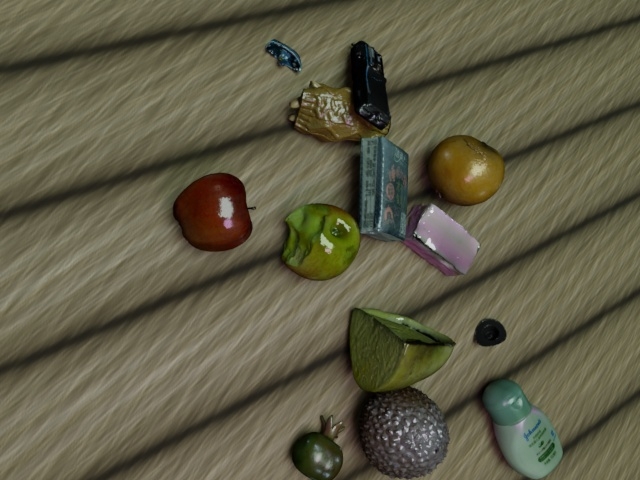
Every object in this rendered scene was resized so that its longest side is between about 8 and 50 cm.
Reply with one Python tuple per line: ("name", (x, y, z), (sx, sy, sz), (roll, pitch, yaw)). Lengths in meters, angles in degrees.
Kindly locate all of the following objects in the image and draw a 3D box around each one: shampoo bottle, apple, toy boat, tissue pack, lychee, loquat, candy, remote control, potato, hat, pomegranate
("shampoo bottle", (0.707, 0.655, 1.860), (0.222, 0.151, 0.349), (-34, 96, -20))
("apple", (0.000, 0.000, 1.602), (0.246, 0.226, 0.246), (4, 80, -23))
("toy boat", (-0.117, -0.603, 1.710), (0.137, 0.060, 0.061), (31, 54, -22))
("tissue pack", (0.214, -0.163, 1.723), (0.228, 0.103, 0.315), (17, 74, -59))
("lychee", (0.264, 0.589, 1.618), (0.300, 0.300, 0.300), (3, 83, -22))
("loquat", (0.506, -0.246, 1.820), (0.263, 0.263, 0.263), (3, 83, -22))
("apple", (-0.299, -0.075, 1.498), (0.234, 0.234, 0.234), (3, 83, -22))
("candy", (0.421, -0.001, 1.833), (0.265, 0.116, 0.155), (35, 72, -15))
("remote control", (0.167, -0.522, 1.712), (0.144, 0.062, 0.398), (26, 44, -29))
("potato", (0.257, 0.367, 1.642), (0.280, 0.330, 0.212), (14, 97, -27))
("hat", (0.619, 0.348, 1.905), (0.121, 0.121, 0.050), (-45, 142, -20))
("pomegranate", (0.003, 0.634, 1.595), (0.152, 0.131, 0.191), (34, 50, -10))

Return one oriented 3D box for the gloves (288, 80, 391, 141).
("gloves", (0.067, -0.422, 1.715), (0.356, 0.155, 0.203), (3, 79, -19))
